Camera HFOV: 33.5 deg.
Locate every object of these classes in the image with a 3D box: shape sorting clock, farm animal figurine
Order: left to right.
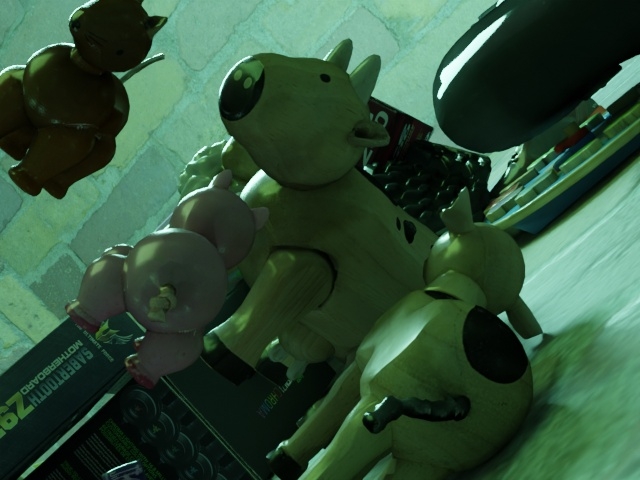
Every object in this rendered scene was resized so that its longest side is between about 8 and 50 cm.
[{"bbox_3d":[0.000,0.000,0.547,0.172,0.330,0.327,-45,-29,1],"label":"farm animal figurine"},{"bbox_3d":[0.206,-0.074,0.823,0.206,0.040,0.206,-43,0,0],"label":"shape sorting clock"}]

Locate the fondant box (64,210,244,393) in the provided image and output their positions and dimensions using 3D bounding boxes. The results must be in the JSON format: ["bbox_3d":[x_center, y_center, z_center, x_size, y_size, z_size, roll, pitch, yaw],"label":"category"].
[{"bbox_3d":[-0.074,0.064,1.156,0.238,0.096,0.330,-43,-26,20],"label":"fondant box"}]

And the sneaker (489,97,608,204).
[{"bbox_3d":[0.209,-0.092,1.044,0.158,0.065,0.061,-42,-1,-13],"label":"sneaker"}]

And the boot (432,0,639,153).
[{"bbox_3d":[0.213,-0.187,0.691,0.367,0.146,0.445,-32,2,-39],"label":"boot"}]

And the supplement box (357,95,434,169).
[{"bbox_3d":[0.041,-0.078,1.066,0.130,0.073,0.239,-64,-12,9],"label":"supplement box"}]

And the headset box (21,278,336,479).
[{"bbox_3d":[-0.137,0.183,0.927,0.283,0.131,0.246,-42,0,20],"label":"headset box"}]

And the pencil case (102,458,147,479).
[{"bbox_3d":[-0.080,0.155,0.382,0.098,0.095,0.209,-27,4,7],"label":"pencil case"}]

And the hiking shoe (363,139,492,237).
[{"bbox_3d":[0.093,-0.003,0.949,0.304,0.113,0.132,-30,-48,-66],"label":"hiking shoe"}]

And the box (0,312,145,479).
[{"bbox_3d":[-0.234,0.146,0.799,0.183,0.059,0.232,-44,1,-33],"label":"box"}]

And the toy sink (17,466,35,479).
[{"bbox_3d":[-0.355,0.360,1.282,0.131,0.152,0.234,-60,7,-23],"label":"toy sink"}]

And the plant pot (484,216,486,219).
[{"bbox_3d":[0.126,-0.025,1.199,0.081,0.083,0.081,-41,-2,-43],"label":"plant pot"}]

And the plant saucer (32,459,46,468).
[{"bbox_3d":[-0.249,0.290,1.371,0.241,0.037,0.241,-11,-15,-3],"label":"plant saucer"}]
